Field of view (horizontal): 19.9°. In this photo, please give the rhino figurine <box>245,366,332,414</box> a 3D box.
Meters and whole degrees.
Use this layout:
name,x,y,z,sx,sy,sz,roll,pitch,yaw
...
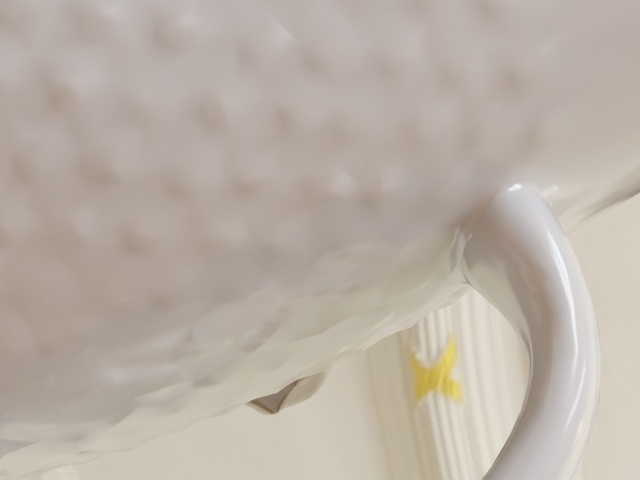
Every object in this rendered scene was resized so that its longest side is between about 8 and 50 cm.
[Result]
name,x,y,z,sx,sy,sz,roll,pitch,yaw
rhino figurine,0.000,0.000,0.963,0.073,0.106,0.243,9,-42,-20

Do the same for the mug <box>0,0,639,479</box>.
name,x,y,z,sx,sy,sz,roll,pitch,yaw
mug,-0.061,-0.028,0.608,0.328,0.276,0.374,-29,-115,-8
